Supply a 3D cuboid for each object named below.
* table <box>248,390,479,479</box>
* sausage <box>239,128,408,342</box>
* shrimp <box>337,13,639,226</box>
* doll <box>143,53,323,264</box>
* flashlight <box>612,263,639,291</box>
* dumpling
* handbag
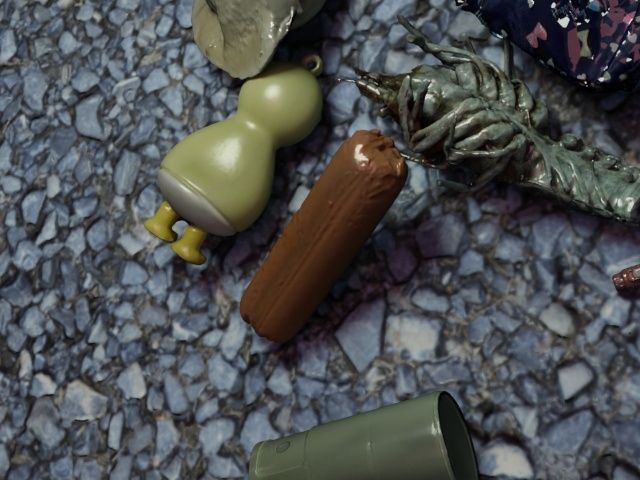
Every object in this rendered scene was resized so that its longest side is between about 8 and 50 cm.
[{"bbox_3d":[0.048,0.249,1.206,0.220,0.126,0.126,-19,71,18],"label":"table"},{"bbox_3d":[0.001,0.000,1.272,0.086,0.086,0.289,48,118,25],"label":"sausage"},{"bbox_3d":[0.198,-0.122,1.225,0.410,0.166,0.221,33,58,13],"label":"shrimp"},{"bbox_3d":[-0.093,-0.107,1.370,0.141,0.117,0.296,38,80,28],"label":"doll"},{"bbox_3d":[0.360,0.027,1.178,0.110,0.031,0.052,-21,70,17],"label":"flashlight"},{"bbox_3d":[-0.092,-0.337,1.395,0.227,0.175,0.243,-11,35,45],"label":"dumpling"},{"bbox_3d":[0.270,-0.271,1.208,0.260,0.113,0.162,39,121,37],"label":"handbag"}]
